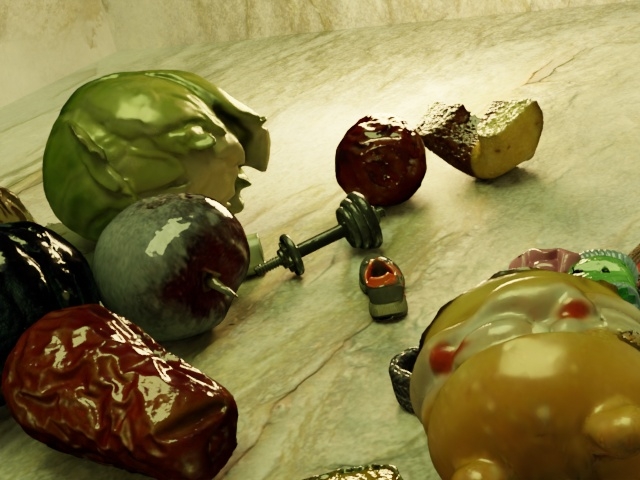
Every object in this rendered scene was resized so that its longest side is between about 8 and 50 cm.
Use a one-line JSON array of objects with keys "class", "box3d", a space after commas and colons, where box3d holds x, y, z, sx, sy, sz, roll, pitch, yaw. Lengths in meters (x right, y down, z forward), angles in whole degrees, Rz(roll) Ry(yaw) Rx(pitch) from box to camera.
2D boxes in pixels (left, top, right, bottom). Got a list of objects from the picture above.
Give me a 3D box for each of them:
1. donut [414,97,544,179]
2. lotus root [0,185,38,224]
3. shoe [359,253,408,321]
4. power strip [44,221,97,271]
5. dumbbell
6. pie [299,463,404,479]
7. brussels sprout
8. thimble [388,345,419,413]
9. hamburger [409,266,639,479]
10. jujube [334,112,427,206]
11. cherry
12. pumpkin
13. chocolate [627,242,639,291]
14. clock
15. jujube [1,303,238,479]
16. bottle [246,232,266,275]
[{"class": "donut", "box3d": [0.309, -0.187, 1.955, 0.112, 0.151, 0.295, -40, 27, -25]}, {"class": "lotus root", "box3d": [-0.655, 0.012, 1.949, 0.180, 0.199, 0.188, -33, 0, 11]}, {"class": "shoe", "box3d": [0.096, 0.054, 1.589, 0.074, 0.077, 0.194, -14, 24, 1]}, {"class": "power strip", "box3d": [-0.503, 0.015, 2.039, 0.078, 0.052, 0.272, -30, 29, -33]}, {"class": "dumbbell", "box3d": [0.000, 0.000, 1.743, 0.254, 0.110, 0.110, -25, 25, -12]}, {"class": "pie", "box3d": [-0.022, 0.313, 1.089, 0.282, 0.068, 0.128, -14, 24, -11]}, {"class": "brussels sprout", "box3d": [-0.345, -0.173, 1.955, 0.361, 0.342, 0.425, 37, 33, 20]}, {"class": "thimble", "box3d": [0.145, 0.178, 1.298, 0.095, 0.066, 0.104, -33, 29, -32]}, {"class": "hamburger", "box3d": [0.234, 0.182, 1.004, 0.276, 0.276, 0.237, -11, 26, 7]}, {"class": "jujube", "box3d": [0.118, -0.154, 1.948, 0.183, 0.183, 0.243, -12, 14, 4]}, {"class": "cherry", "box3d": [-0.242, 0.041, 1.616, 0.296, 0.218, 0.255, 12, 60, 43]}, {"class": "pumpkin", "box3d": [-0.519, 0.115, 1.517, 0.363, 0.266, 0.363, -20, 6, 2]}, {"class": "chocolate", "box3d": [0.489, 0.030, 1.492, 0.086, 0.028, 0.182, 8, 33, 46]}, {"class": "clock", "box3d": [0.333, 0.089, 1.357, 0.194, 0.100, 0.195, 0, 28, 25]}, {"class": "jujube", "box3d": [-0.261, 0.207, 1.305, 0.342, 0.216, 0.216, 22, 39, 32]}, {"class": "bottle", "box3d": [-0.200, 0.044, 1.781, 0.201, 0.072, 0.072, -14, 23, -2]}]
